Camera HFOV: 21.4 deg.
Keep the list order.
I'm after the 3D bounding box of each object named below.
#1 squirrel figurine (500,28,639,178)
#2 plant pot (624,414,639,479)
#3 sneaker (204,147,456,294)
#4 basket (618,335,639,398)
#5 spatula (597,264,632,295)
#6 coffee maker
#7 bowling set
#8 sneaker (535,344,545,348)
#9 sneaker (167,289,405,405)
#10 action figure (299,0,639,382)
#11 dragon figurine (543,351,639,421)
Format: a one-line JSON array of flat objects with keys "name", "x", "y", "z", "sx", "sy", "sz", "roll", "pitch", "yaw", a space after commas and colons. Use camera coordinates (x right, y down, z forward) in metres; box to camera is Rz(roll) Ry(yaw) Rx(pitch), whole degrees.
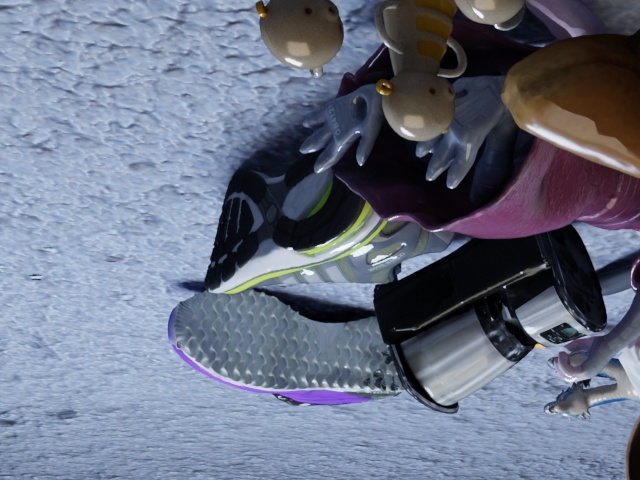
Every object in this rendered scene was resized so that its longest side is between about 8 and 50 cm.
[{"name": "squirrel figurine", "x": 0.367, "y": -0.132, "z": 0.858, "sx": 0.397, "sy": 0.281, "sz": 0.370, "roll": -23, "pitch": 158, "yaw": -44}, {"name": "plant pot", "x": 0.496, "y": 0.269, "z": 2.023, "sx": 0.215, "sy": 0.215, "sz": 0.230, "roll": -6, "pitch": 173, "yaw": 22}, {"name": "sneaker", "x": 0.000, "y": 0.000, "z": 1.367, "sx": 0.121, "sy": 0.111, "sz": 0.300, "roll": 20, "pitch": 165, "yaw": -25}, {"name": "basket", "x": 0.454, "y": 0.136, "z": 1.176, "sx": 0.328, "sy": 0.331, "sz": 0.266, "roll": -28, "pitch": -177, "yaw": -17}, {"name": "spatula", "x": 0.312, "y": 0.011, "z": 1.533, "sx": 0.084, "sy": 0.030, "sz": 0.296, "roll": 10, "pitch": 159, "yaw": -18}, {"name": "coffee maker", "x": 0.142, "y": 0.041, "z": 1.491, "sx": 0.178, "sy": 0.171, "sz": 0.120, "roll": -32, "pitch": 169, "yaw": 23}, {"name": "bowling set", "x": 0.044, "y": -0.174, "z": 0.860, "sx": 0.200, "sy": 0.154, "sz": 0.287, "roll": -15, "pitch": 155, "yaw": 40}, {"name": "sneaker", "x": 0.164, "y": 0.075, "z": 1.673, "sx": 0.083, "sy": 0.084, "sz": 0.215, "roll": 25, "pitch": 149, "yaw": -21}, {"name": "sneaker", "x": -0.039, "y": 0.128, "z": 1.789, "sx": 0.293, "sy": 0.102, "sz": 0.146, "roll": 12, "pitch": 159, "yaw": -25}, {"name": "action figure", "x": 0.184, "y": -0.072, "z": 1.177, "sx": 0.370, "sy": 0.248, "sz": 0.275, "roll": 8, "pitch": 125, "yaw": -35}, {"name": "dragon figurine", "x": 0.378, "y": 0.137, "z": 1.763, "sx": 0.289, "sy": 0.085, "sz": 0.144, "roll": -7, "pitch": 179, "yaw": -8}]
